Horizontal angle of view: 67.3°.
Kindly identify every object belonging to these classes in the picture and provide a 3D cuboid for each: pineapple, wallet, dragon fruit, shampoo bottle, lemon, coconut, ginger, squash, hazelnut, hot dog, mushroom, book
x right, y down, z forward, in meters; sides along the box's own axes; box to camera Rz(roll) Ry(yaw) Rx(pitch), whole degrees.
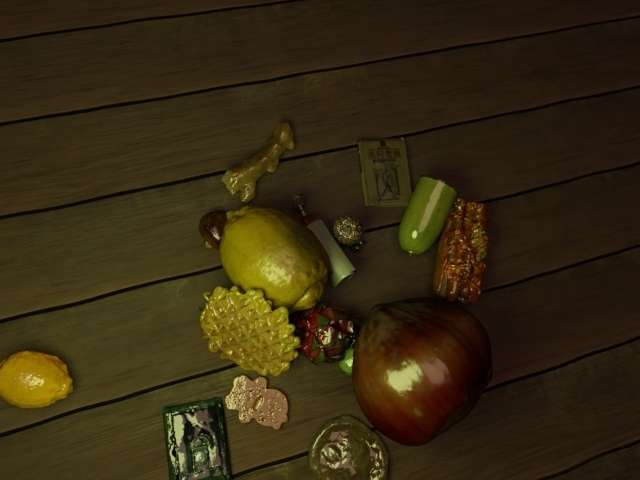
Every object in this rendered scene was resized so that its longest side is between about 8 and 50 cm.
[{"bbox_3d":[0.086,-0.021,1.396,0.103,0.221,0.083,34,90,8],"label":"pineapple"},{"bbox_3d":[-0.327,0.550,1.277,0.161,0.055,0.235,-6,77,-17],"label":"wallet"},{"bbox_3d":[0.007,0.259,1.341,0.189,0.182,0.182,29,73,15],"label":"dragon fruit"},{"bbox_3d":[0.000,0.000,1.411,0.071,0.153,0.284,-31,77,-13],"label":"shampoo bottle"},{"bbox_3d":[-0.719,0.352,1.215,0.187,0.142,0.142,22,74,-8],"label":"lemon"},{"bbox_3d":[0.098,0.340,1.376,0.096,0.088,0.087,-37,85,-9],"label":"coconut"},{"bbox_3d":[-0.181,-0.253,1.483,0.118,0.065,0.298,40,75,-12],"label":"ginger"},{"bbox_3d":[0.317,-0.067,1.485,0.133,0.132,0.247,26,88,-2],"label":"squash"},{"bbox_3d":[0.266,0.319,1.253,0.359,0.359,0.409,51,39,5],"label":"hazelnut"},{"bbox_3d":[0.447,0.027,1.491,0.159,0.117,0.348,15,74,-6],"label":"hot dog"},{"bbox_3d":[-0.294,-0.031,1.412,0.127,0.087,0.127,14,62,-29],"label":"mushroom"},{"bbox_3d":[0.210,-0.221,1.559,0.161,0.026,0.230,-3,77,-10],"label":"book"},{"bbox_3d":[-0.131,0.054,1.307,0.316,0.285,0.285,14,72,28],"label":"lemon"}]

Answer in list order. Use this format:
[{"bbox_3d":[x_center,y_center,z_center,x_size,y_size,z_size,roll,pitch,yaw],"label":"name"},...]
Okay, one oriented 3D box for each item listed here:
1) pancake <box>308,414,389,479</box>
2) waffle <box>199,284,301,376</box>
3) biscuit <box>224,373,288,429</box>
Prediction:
[{"bbox_3d":[0.080,0.610,1.332,0.223,0.042,0.236,-16,79,-10],"label":"pancake"},{"bbox_3d":[-0.194,0.237,1.252,0.329,0.329,0.062,34,45,0],"label":"waffle"},{"bbox_3d":[-0.172,0.446,1.338,0.184,0.027,0.133,14,74,-7],"label":"biscuit"}]
